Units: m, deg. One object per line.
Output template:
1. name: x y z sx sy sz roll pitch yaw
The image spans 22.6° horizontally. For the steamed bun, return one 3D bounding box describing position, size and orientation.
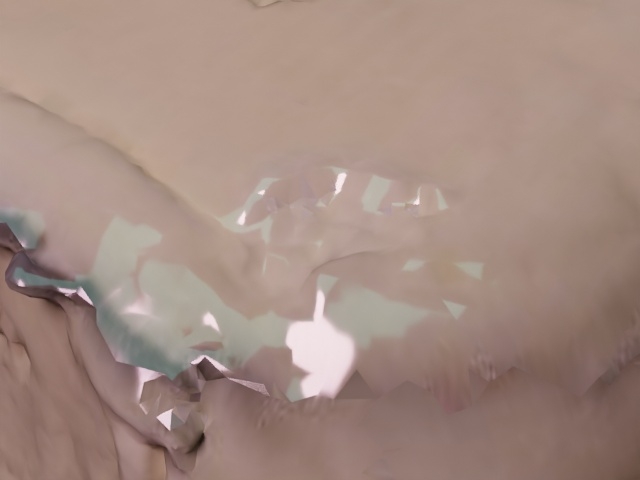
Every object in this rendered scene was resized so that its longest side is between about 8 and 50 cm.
1. steamed bun: 0.000 0.000 0.506 0.312 0.233 0.334 -31 50 -30
